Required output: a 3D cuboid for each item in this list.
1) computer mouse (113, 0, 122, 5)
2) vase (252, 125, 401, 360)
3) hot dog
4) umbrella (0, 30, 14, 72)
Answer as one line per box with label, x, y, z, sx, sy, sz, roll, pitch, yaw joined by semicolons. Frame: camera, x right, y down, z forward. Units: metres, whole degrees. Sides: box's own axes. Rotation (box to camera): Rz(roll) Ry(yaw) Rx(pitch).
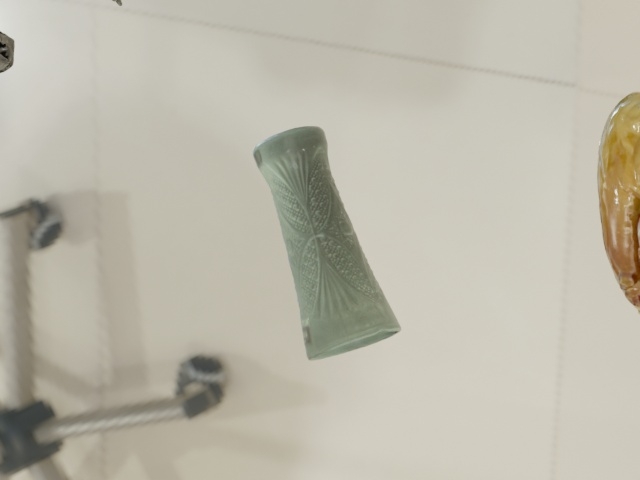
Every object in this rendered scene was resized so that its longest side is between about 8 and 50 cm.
computer mouse;-0.271;-0.363;2.012;0.126;0.071;0.231;37;146;56
vase;0.000;0.000;1.781;0.096;0.096;0.219;-26;78;38
hot dog;0.277;0.003;1.156;0.150;0.257;0.153;3;78;40
umbrella;-0.306;-0.132;1.208;0.272;0.110;0.122;-24;97;21
